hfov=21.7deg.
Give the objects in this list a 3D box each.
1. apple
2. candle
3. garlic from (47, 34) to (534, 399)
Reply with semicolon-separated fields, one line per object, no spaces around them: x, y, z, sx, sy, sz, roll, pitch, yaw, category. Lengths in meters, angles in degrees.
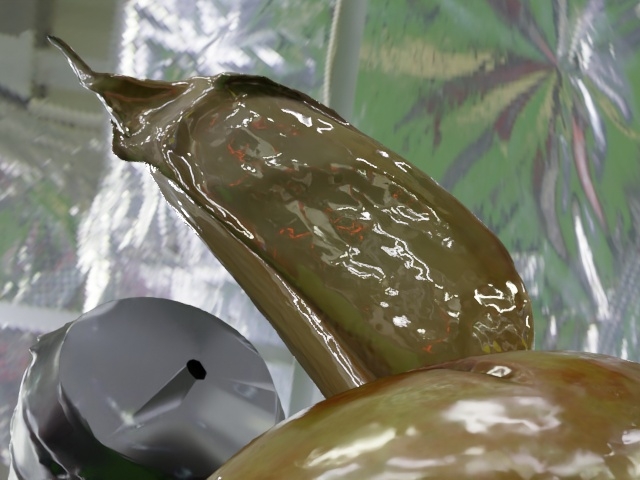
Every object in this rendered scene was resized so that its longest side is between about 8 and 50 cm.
0.056;0.168;0.626;0.264;0.264;0.264;1;-75;5;apple
-0.161;0.226;1.392;0.221;0.221;0.342;20;-51;0;candle
-0.005;-0.009;1.004;0.151;0.196;0.338;-42;-93;10;garlic
